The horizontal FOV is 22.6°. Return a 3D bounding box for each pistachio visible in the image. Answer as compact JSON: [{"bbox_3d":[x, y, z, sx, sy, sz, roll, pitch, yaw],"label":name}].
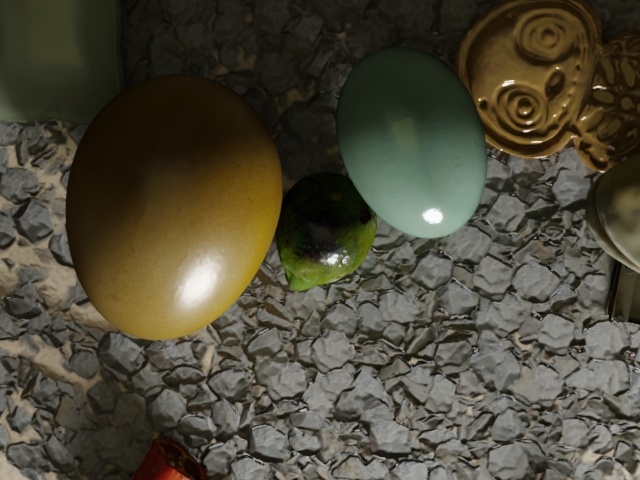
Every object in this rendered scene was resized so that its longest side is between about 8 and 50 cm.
[{"bbox_3d":[0.447,-0.021,1.823,0.288,0.166,0.197,1,78,4],"label":"pistachio"}]

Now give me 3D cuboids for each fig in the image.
[{"bbox_3d":[0.000,0.000,1.947,0.123,0.123,0.156,26,139,5],"label":"fig"}]

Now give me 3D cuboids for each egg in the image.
[{"bbox_3d":[-0.176,-0.037,1.887,0.250,0.250,0.322,20,109,6],"label":"egg"},{"bbox_3d":[0.108,-0.113,1.871,0.168,0.168,0.231,-21,97,11],"label":"egg"}]

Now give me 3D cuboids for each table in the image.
[{"bbox_3d":[0.379,0.062,1.894,0.070,0.082,0.083,11,99,7],"label":"table"}]

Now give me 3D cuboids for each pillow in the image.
[{"bbox_3d":[-0.358,-0.300,1.946,0.255,0.120,0.322,0,95,7],"label":"pillow"}]

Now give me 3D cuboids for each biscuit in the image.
[{"bbox_3d":[0.298,-0.181,1.898,0.288,0.044,0.202,23,100,7],"label":"biscuit"}]

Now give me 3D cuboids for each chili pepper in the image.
[{"bbox_3d":[-0.228,0.334,2.041,0.088,0.065,0.169,44,105,2],"label":"chili pepper"}]
